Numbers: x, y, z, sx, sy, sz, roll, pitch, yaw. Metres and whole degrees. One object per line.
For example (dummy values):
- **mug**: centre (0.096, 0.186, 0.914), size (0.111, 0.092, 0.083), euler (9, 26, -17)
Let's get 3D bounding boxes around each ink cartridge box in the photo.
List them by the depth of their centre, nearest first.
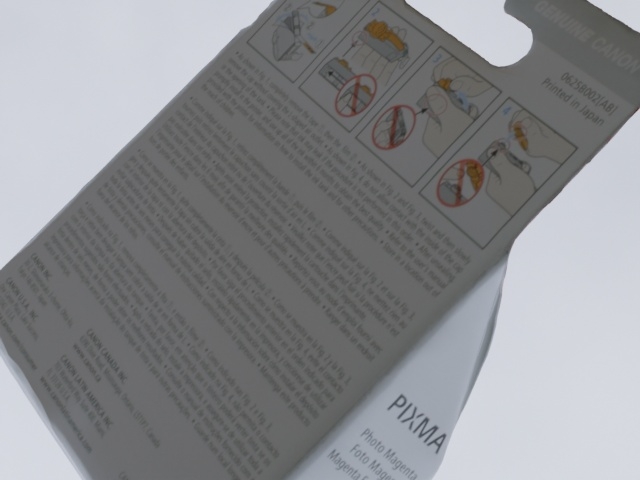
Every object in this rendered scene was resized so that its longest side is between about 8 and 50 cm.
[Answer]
- **ink cartridge box**: centre (0.000, 0.000, 0.617), size (0.232, 0.066, 0.189), euler (-43, -138, -2)
